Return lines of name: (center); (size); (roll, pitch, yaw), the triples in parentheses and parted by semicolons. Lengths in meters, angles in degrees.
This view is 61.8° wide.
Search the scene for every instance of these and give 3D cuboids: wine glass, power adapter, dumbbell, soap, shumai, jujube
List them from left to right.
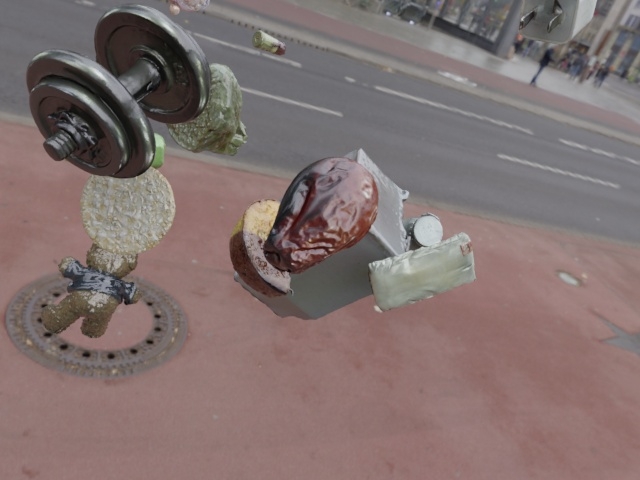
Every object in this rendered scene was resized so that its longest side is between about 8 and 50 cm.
dumbbell: (-0.275, -0.208, 0.748); (0.191, 0.192, 0.290); (25, 52, 7)
shumai: (-0.305, -0.385, 1.545); (0.225, 0.261, 0.222); (30, 25, 19)
jujube: (-0.002, -0.041, 0.958); (0.168, 0.168, 0.236); (35, 70, 25)
soap: (0.000, 0.000, 1.401); (0.213, 0.434, 0.351); (42, 34, -29)
wine glass: (0.283, -0.015, 1.627); (0.111, 0.111, 0.204); (13, -12, -16)
power adapter: (0.528, -0.522, 1.218); (0.130, 0.125, 0.205); (27, 52, 32)

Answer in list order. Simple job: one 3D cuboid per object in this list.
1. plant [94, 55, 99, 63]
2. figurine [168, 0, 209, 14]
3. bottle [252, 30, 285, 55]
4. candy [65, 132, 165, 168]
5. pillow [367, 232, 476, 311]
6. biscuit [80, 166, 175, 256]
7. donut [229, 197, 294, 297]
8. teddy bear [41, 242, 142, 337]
plant: (-0.490, -0.455, 1.335); (0.091, 0.095, 0.143); (20, 41, 15)
figurine: (-0.506, -0.902, 1.877); (0.133, 0.200, 0.276); (29, 6, 28)
bottle: (-0.138, -0.545, 1.492); (0.101, 0.047, 0.063); (8, 33, -45)
candy: (-0.716, -0.320, 1.863); (0.343, 0.132, 0.142); (-2, 33, -32)
pillow: (0.216, 0.069, 1.136); (0.229, 0.128, 0.051); (-20, 28, 5)
biscuit: (-0.294, -0.051, 0.817); (0.151, 0.152, 0.020); (21, -4, 1)
donut: (-0.127, 0.010, 1.121); (0.141, 0.085, 0.217); (30, 47, -33)
teddy bear: (-0.486, 0.115, 1.166); (0.181, 0.252, 0.129); (24, 5, -33)
